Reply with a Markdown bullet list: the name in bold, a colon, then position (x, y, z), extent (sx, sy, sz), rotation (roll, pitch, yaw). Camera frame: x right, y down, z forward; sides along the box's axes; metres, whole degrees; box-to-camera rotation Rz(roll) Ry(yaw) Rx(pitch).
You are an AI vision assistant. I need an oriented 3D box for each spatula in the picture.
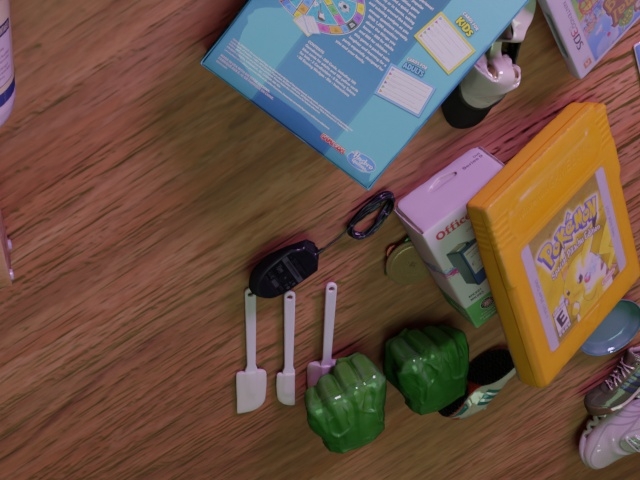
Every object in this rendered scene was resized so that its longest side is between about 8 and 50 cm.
- **spatula**: position (-0.045, 0.161, 1.555), extent (0.168, 0.019, 0.242), rotation (-4, 124, -10)

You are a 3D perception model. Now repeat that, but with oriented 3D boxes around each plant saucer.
- **plant saucer**: position (0.478, 0.140, 1.715), extent (0.119, 0.021, 0.119), rotation (-9, 127, -12)

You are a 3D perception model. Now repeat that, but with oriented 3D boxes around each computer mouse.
- **computer mouse**: position (0.000, 0.000, 1.448), extent (0.242, 0.041, 0.071), rotation (-33, 137, -3)

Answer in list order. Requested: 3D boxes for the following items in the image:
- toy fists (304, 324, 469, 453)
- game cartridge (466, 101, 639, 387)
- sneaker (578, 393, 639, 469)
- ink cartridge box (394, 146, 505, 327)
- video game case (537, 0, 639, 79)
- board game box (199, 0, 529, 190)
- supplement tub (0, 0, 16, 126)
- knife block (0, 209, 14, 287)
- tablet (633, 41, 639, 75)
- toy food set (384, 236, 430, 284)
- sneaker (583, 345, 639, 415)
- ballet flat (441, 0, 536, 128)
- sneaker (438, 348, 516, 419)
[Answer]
- **toy fists**: position (0.104, 0.217, 1.590), extent (0.279, 0.096, 0.142), rotation (-22, 140, -10)
- **game cartridge**: position (0.341, 0.002, 1.451), extent (0.285, 0.053, 0.323), rotation (-42, 128, -28)
- **sneaker**: position (0.585, 0.318, 1.819), extent (0.292, 0.118, 0.110), rotation (-42, 128, 14)
- **ink cartridge box**: position (0.222, -0.003, 1.469), extent (0.154, 0.093, 0.212), rotation (-37, 126, -4)
- **video game case**: position (0.367, -0.332, 1.285), extent (0.212, 0.023, 0.193), rotation (-47, 142, -1)
- **board game box**: position (0.063, -0.266, 1.200), extent (0.254, 0.079, 0.336), rotation (37, 107, -13)
- **supplement tub**: position (-0.421, -0.263, 0.986), extent (0.235, 0.235, 0.325), rotation (-4, 125, -17)
- **knife block**: position (-0.503, 0.001, 1.236), extent (0.242, 0.088, 0.275), rotation (-10, 127, -13)
- **tablet**: position (0.471, -0.252, 1.446), extent (0.054, 0.006, 0.083), rotation (-27, 127, 1)
- **toy food set**: position (0.133, 0.030, 1.519), extent (0.083, 0.020, 0.083), rotation (2, 123, -20)
- **sneaker**: position (0.532, 0.222, 1.771), extent (0.192, 0.064, 0.086), rotation (-27, 121, 1)
- **ballet flat**: position (0.216, -0.251, 1.302), extent (0.095, 0.096, 0.280), rotation (-3, 125, -18)
- **sneaker**: position (0.268, 0.240, 1.701), extent (0.161, 0.057, 0.075), rotation (-41, 143, 9)
